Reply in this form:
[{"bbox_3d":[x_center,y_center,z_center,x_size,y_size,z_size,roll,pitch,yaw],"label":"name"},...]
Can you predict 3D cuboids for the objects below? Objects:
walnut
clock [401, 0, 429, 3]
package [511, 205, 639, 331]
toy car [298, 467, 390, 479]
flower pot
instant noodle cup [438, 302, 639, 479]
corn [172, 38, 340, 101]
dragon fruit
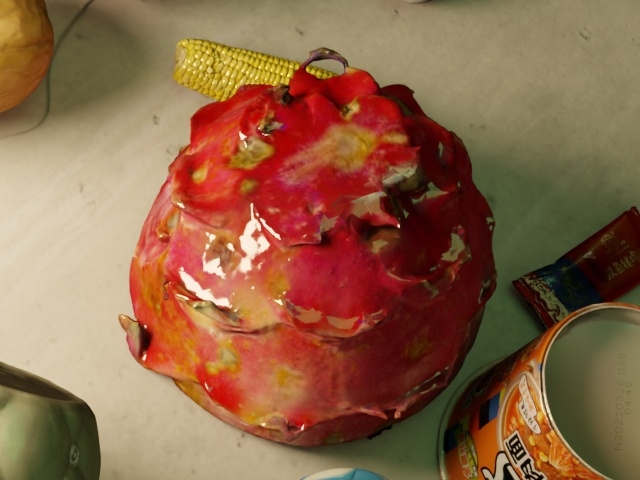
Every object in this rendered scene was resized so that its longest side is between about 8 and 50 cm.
[{"bbox_3d":[-0.369,-0.200,1.891,0.226,0.193,0.193,-13,68,-36],"label":"walnut"},{"bbox_3d":[0.135,-0.326,2.202,0.117,0.080,0.176,31,55,-3],"label":"clock"},{"bbox_3d":[0.295,0.036,2.103,0.200,0.022,0.083,-29,76,-32],"label":"package"},{"bbox_3d":[0.090,0.318,1.795,0.314,0.166,0.198,25,54,-5],"label":"toy car"},{"bbox_3d":[-0.308,0.200,1.663,0.246,0.246,0.195,19,91,-10],"label":"flower pot"},{"bbox_3d":[0.264,0.188,1.907,0.250,0.192,0.250,9,61,-16],"label":"instant noodle cup"},{"bbox_3d":[-0.054,-0.162,2.050,0.206,0.067,0.067,15,59,-12],"label":"corn"},{"bbox_3d":[0.000,0.000,1.877,0.386,0.249,0.371,-25,73,-21],"label":"dragon fruit"}]
